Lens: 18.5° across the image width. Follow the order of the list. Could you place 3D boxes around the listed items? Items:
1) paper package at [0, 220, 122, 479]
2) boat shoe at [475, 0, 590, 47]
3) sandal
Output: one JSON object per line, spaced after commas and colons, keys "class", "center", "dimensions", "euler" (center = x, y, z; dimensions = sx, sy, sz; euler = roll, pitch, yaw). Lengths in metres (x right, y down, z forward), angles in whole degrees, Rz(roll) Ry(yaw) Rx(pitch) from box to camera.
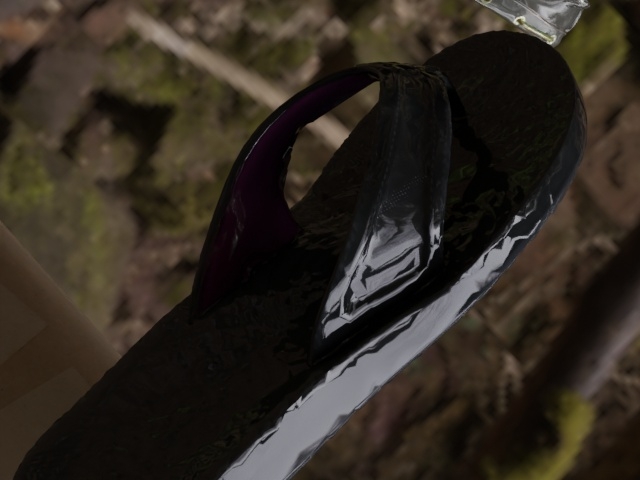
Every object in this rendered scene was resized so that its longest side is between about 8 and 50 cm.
{"class": "paper package", "center": [-0.225, 0.165, 1.375], "dimensions": [0.168, 0.325, 0.309], "euler": [-36, 159, -24]}
{"class": "boat shoe", "center": [0.118, -0.260, 1.776], "dimensions": [0.091, 0.305, 0.109], "euler": [-62, -151, 17]}
{"class": "sandal", "center": [0.001, 0.001, 1.066], "dimensions": [0.167, 0.107, 0.446], "euler": [8, -136, 41]}
